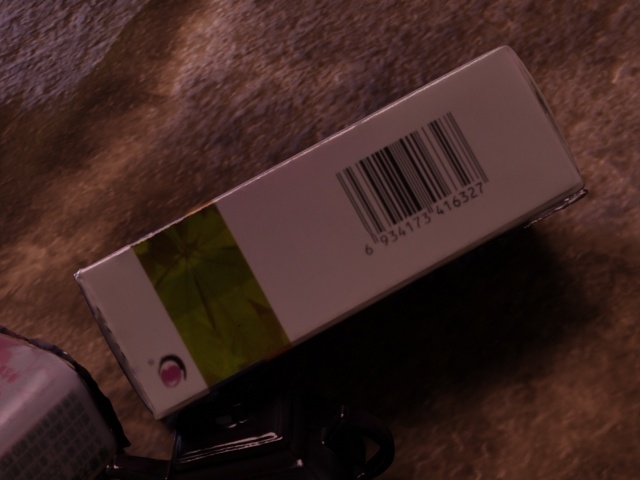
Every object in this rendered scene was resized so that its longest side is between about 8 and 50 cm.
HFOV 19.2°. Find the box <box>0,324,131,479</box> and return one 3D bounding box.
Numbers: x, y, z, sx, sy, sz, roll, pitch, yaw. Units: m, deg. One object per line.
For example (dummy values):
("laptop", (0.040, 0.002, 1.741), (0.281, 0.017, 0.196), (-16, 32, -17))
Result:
("box", (-0.309, 0.196, 1.212), (0.190, 0.112, 0.369), (15, 51, 40))

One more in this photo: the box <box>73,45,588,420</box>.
("box", (0.000, 0.000, 1.212), (0.299, 0.106, 0.200), (-28, -2, -7))

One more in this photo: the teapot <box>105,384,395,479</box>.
("teapot", (-0.043, 0.133, 1.152), (0.177, 0.096, 0.087), (-13, 37, 14))
